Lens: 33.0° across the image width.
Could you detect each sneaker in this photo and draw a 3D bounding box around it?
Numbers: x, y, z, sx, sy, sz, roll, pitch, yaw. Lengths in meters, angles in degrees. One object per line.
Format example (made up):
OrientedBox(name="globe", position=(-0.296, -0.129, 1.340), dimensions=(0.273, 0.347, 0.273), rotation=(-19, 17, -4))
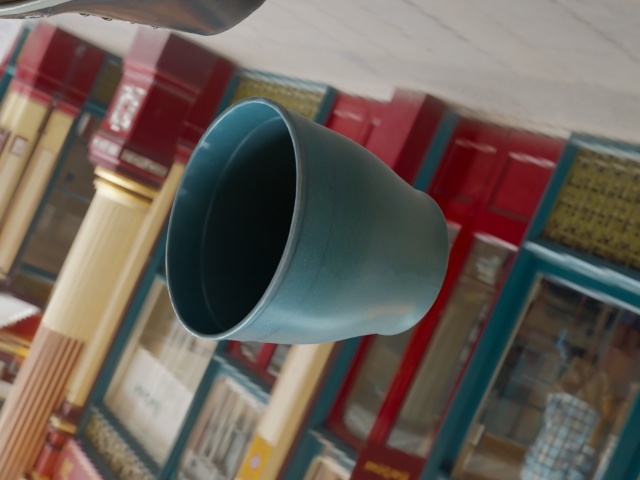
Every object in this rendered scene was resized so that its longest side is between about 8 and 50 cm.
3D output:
OrientedBox(name="sneaker", position=(-0.142, -0.162, 0.682), dimensions=(0.222, 0.083, 0.118), rotation=(-3, 166, 10))

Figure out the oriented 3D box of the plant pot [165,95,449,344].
OrientedBox(name="plant pot", position=(0.000, 0.000, 1.244), dimensions=(0.255, 0.272, 0.271), rotation=(15, -174, -34))
